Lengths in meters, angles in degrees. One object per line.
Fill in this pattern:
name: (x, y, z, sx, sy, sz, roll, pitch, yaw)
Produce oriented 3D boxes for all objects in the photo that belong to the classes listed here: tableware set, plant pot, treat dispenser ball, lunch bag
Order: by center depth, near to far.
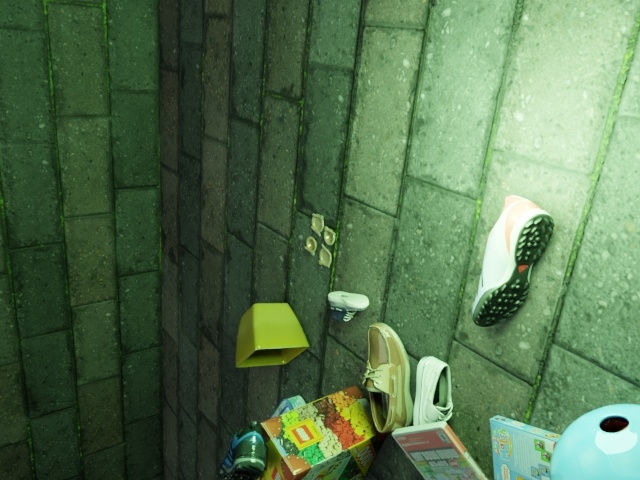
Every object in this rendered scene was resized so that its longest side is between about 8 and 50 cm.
treat dispenser ball: (0.553, 0.433, 0.931, 0.288, 0.288, 0.287, 17, 112, 51)
tableware set: (0.000, 0.000, 1.799, 0.141, 0.020, 0.168, 40, 128, 41)
plant pot: (-0.196, 0.345, 2.004, 0.212, 0.212, 0.187, -46, 50, 48)
lunch bag: (-0.112, 0.707, 2.066, 0.176, 0.090, 0.219, 60, 139, 29)

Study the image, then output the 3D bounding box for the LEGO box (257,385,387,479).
LEGO box: (-0.040, 0.746, 1.736, 0.193, 0.373, 0.499, 46, 133, 37)

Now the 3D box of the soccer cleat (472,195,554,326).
soccer cleat: (0.410, 0.053, 1.207, 0.116, 0.109, 0.318, -115, 32, -53)

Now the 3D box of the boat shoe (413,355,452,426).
boat shoe: (0.305, 0.442, 1.431, 0.084, 0.095, 0.257, 7, 105, 57)

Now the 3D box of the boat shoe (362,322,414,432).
boat shoe: (0.186, 0.402, 1.562, 0.123, 0.117, 0.324, -17, 85, 54)

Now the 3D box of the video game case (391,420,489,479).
video game case: (0.335, 0.601, 1.402, 0.285, 0.025, 0.204, 53, 141, 0)

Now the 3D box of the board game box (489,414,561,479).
board game box: (0.494, 0.511, 1.240, 0.212, 0.039, 0.160, 1, 99, 53)

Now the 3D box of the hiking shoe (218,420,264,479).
hiking shoe: (-0.218, 0.623, 1.569, 0.304, 0.113, 0.131, 129, 152, -53)

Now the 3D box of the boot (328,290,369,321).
boot: (0.094, 0.215, 1.695, 0.190, 0.069, 0.085, 8, 111, 61)
